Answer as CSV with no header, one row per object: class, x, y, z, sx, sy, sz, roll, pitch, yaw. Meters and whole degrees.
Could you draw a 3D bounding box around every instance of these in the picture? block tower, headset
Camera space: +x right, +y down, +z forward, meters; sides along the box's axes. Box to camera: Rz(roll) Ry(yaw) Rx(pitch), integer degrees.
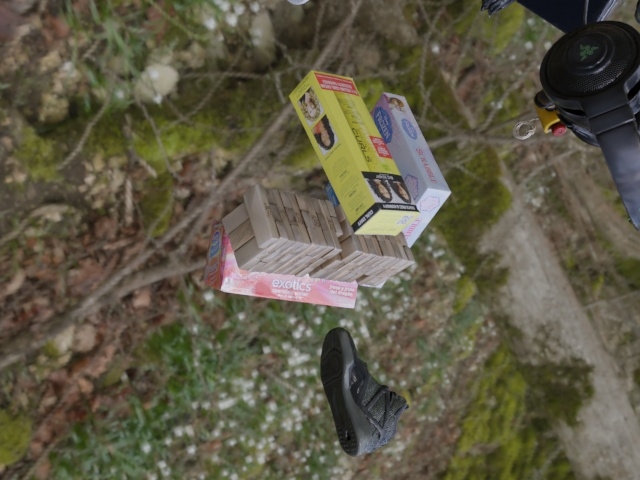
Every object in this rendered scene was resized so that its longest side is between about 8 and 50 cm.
block tower,0.000,0.000,1.331,0.097,0.091,0.335,-35,152,30
headset,0.347,-0.194,1.167,0.185,0.394,0.243,-20,166,22

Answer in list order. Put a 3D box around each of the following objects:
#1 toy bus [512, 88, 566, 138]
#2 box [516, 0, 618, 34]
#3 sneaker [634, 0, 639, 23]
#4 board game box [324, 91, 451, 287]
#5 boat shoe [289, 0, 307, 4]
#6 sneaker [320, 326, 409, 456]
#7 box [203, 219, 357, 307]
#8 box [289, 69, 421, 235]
toy bus,0.480,-0.283,1.688,0.202,0.191,0.104,-61,146,-9
box,0.562,-0.771,2.005,0.472,0.480,0.297,-44,166,-35
sneaker,0.614,-0.451,1.577,0.121,0.300,0.111,-17,-172,35
board game box,0.140,-0.114,2.007,0.066,0.319,0.318,7,134,-29
boat shoe,-0.001,-0.551,1.642,0.076,0.080,0.228,-23,136,-59
sneaker,0.078,0.265,1.588,0.130,0.227,0.087,-4,160,-37
box,-0.079,0.049,1.854,0.300,0.142,0.154,9,-179,-21
box,0.044,-0.117,1.170,0.087,0.232,0.058,2,144,-44
